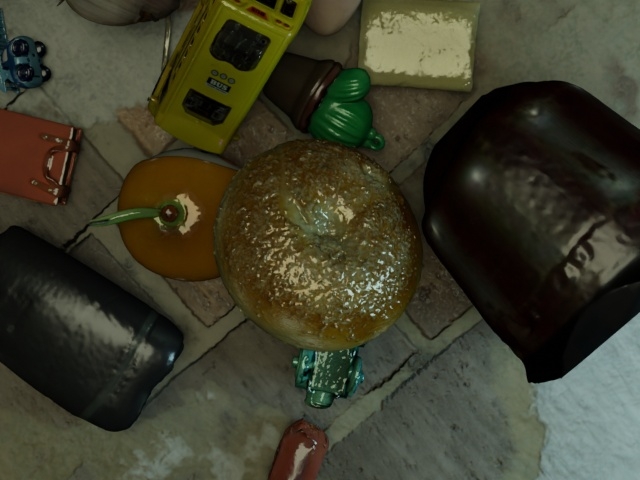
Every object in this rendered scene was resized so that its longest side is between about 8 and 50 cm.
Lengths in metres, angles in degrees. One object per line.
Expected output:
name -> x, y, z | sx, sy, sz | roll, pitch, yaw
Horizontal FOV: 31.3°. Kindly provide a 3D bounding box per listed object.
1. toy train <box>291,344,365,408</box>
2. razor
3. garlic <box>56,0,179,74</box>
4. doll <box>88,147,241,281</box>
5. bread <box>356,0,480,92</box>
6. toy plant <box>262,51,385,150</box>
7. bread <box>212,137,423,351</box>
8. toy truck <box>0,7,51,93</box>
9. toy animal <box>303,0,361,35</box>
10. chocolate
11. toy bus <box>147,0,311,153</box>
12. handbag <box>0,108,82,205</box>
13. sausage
toy train -> 0.020, 0.146, 1.692 | 0.107, 0.154, 0.197 | 13, 95, -1
razor -> -0.389, 0.135, 1.735 | 0.349, 0.113, 0.204 | 32, 97, 1
garlic -> -0.302, -0.367, 1.704 | 0.207, 0.207, 0.256 | 0, 128, 3
doll -> -0.200, -0.035, 1.652 | 0.213, 0.236, 0.213 | 1, 95, 10
bread -> 0.144, -0.294, 1.705 | 0.178, 0.060, 0.139 | 6, 92, 3
toy plant -> 0.017, -0.206, 1.691 | 0.200, 0.105, 0.143 | 27, 125, -1
bread -> 0.000, 0.000, 1.558 | 0.306, 0.159, 0.305 | 3, 74, -11
toy truck -> -0.465, -0.296, 1.745 | 0.074, 0.063, 0.136 | -9, 89, 23
toy animal -> -0.030, -0.416, 1.654 | 0.221, 0.230, 0.210 | 45, 52, -35
chocolate -> 0.308, -0.051, 1.560 | 0.331, 0.383, 0.383 | 45, 95, -1
toy bus -> -0.143, -0.240, 1.603 | 0.145, 0.151, 0.331 | 24, 136, -13
handbag -> -0.470, -0.134, 1.752 | 0.190, 0.063, 0.127 | 15, 94, 5
sausage -> -0.037, 0.344, 1.747 | 0.076, 0.076, 0.141 | 22, 94, 2
